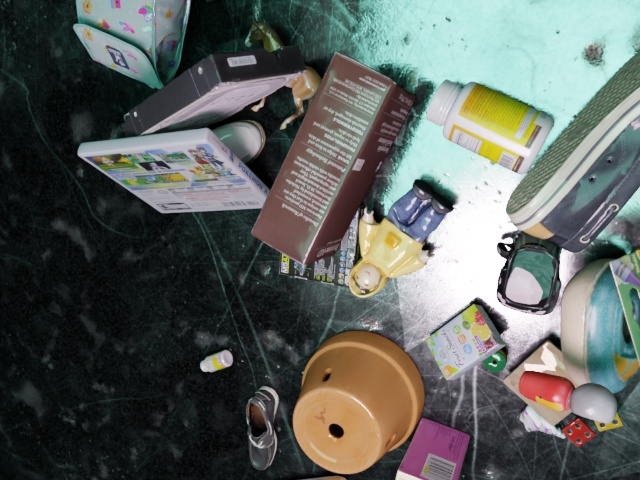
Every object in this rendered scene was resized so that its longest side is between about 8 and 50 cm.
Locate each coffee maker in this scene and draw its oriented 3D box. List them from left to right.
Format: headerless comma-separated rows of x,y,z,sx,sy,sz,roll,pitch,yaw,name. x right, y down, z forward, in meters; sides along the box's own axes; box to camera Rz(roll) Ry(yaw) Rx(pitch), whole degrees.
0.398,0.075,1.084,0.120,0.178,0.171,-11,99,26,coffee maker

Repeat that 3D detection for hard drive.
-0.221,-0.293,1.173,0.338,0.236,0.064,-13,99,43,hard drive

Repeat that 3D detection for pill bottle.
-0.272,0.316,1.506,0.083,0.043,0.043,-23,94,27,pill bottle
0.311,-0.218,1.080,0.214,0.117,0.117,30,113,13,pill bottle

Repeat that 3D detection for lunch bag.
-0.425,-0.492,1.303,0.223,0.160,0.262,24,123,12,lunch bag

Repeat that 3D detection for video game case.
-0.308,-0.143,1.284,0.328,0.300,0.036,-1,67,23,video game case

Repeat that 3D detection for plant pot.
0.069,0.375,1.289,0.290,0.203,0.291,6,107,21,plant pot

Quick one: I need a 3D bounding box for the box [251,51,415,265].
0.028,-0.153,1.147,0.143,0.191,0.382,32,106,15,box

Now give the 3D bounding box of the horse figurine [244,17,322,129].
-0.070,-0.331,1.242,0.263,0.066,0.175,38,120,14,horse figurine

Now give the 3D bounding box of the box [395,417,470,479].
0.227,0.559,1.262,0.117,0.213,0.243,16,109,19,box

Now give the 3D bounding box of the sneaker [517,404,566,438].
0.462,0.392,1.222,0.098,0.038,0.069,40,125,7,sneaker

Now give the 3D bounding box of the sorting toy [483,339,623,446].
0.477,0.290,1.180,0.274,0.046,0.132,42,115,9,sorting toy

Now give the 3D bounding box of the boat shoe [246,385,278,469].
-0.160,0.494,1.487,0.083,0.079,0.233,11,109,19,boat shoe

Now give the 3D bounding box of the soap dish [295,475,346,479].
0.000,0.751,1.462,0.228,0.118,0.291,-18,97,26,soap dish

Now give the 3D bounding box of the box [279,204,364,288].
0.000,0.000,1.309,0.184,0.045,0.191,10,107,22,box

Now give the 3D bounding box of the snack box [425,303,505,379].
0.302,0.215,1.216,0.141,0.037,0.100,-43,52,27,snack box

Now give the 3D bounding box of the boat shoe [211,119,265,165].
-0.269,-0.195,1.340,0.302,0.103,0.113,-17,97,26,boat shoe

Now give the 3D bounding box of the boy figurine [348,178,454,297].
0.147,0.004,1.223,0.177,0.092,0.285,41,112,6,boy figurine

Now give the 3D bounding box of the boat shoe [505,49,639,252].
0.531,-0.183,0.959,0.156,0.187,0.500,37,107,-4,boat shoe

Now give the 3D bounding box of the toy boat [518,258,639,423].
0.482,0.197,1.005,0.148,0.318,0.268,10,124,45,toy boat

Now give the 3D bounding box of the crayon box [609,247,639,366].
0.650,0.073,0.933,0.322,0.083,0.203,-21,96,-11,crayon box
